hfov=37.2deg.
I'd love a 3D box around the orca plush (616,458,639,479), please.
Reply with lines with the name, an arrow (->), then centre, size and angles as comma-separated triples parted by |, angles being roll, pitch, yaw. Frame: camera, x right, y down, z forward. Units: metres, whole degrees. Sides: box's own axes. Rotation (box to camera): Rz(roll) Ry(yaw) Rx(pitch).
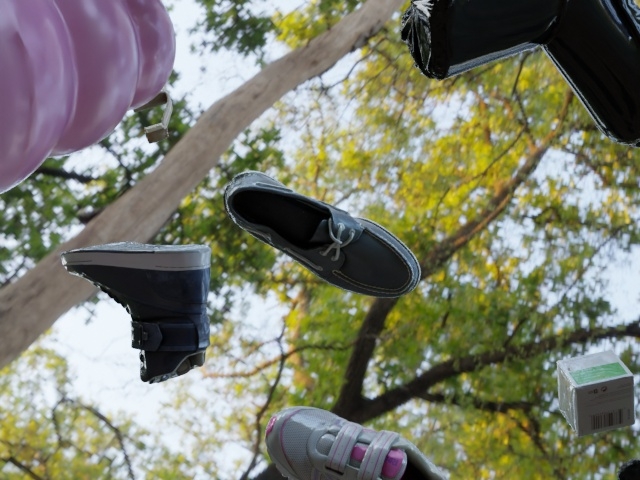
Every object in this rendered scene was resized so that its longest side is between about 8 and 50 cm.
orca plush -> 0.211, 0.161, 0.528 | 0.102, 0.151, 0.287 | 50, -34, 25

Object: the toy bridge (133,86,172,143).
toy bridge -> -0.276, -0.228, 1.539 | 0.063, 0.188, 0.026 | -19, -42, -13

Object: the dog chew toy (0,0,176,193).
dog chew toy -> -0.252, -0.154, 0.805 | 0.207, 0.332, 0.206 | 12, -66, 29

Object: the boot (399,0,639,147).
boot -> 0.182, -0.173, 0.845 | 0.246, 0.207, 0.094 | 70, -18, -3

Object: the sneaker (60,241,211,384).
sneaker -> -0.221, 0.084, 1.126 | 0.226, 0.086, 0.163 | 4, -80, 37

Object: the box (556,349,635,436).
box -> 0.452, 0.250, 1.562 | 0.101, 0.087, 0.101 | -12, -66, -4

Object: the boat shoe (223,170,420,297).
boat shoe -> 0.000, 0.000, 1.398 | 0.320, 0.099, 0.116 | 29, -81, -1

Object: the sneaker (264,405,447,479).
sneaker -> 0.055, 0.270, 1.169 | 0.252, 0.103, 0.111 | 25, -29, -9
